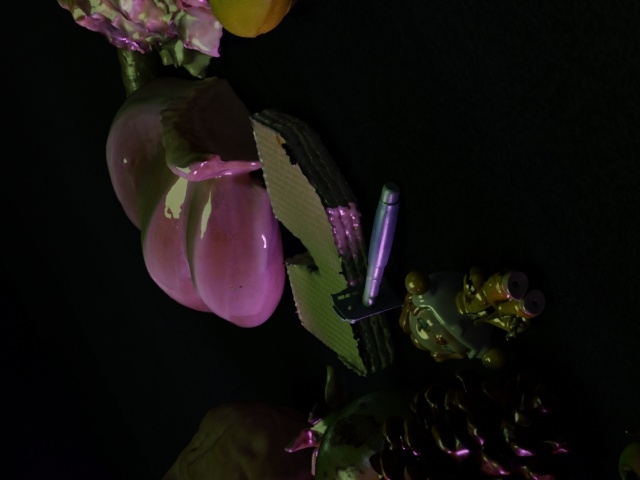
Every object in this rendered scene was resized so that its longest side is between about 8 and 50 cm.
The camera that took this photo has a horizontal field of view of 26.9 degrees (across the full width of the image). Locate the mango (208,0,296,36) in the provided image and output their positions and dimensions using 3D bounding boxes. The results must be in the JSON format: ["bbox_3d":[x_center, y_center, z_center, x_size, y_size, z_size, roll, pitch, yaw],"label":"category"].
[{"bbox_3d":[-0.056,-0.235,1.135,0.091,0.074,0.165,61,158,17],"label":"mango"}]

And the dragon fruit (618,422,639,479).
[{"bbox_3d":[0.237,0.239,0.815,0.198,0.272,0.218,26,180,-37],"label":"dragon fruit"}]

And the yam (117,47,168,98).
[{"bbox_3d":[-0.199,-0.153,1.584,0.061,0.061,0.252,44,149,45],"label":"yam"}]

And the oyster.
[{"bbox_3d":[-0.214,-0.290,1.385,0.351,0.115,0.238,37,148,24],"label":"oyster"}]

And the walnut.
[{"bbox_3d":[-0.065,0.320,1.530,0.227,0.273,0.273,36,175,-31],"label":"walnut"}]

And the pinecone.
[{"bbox_3d":[0.125,0.174,1.046,0.173,0.174,0.173,50,154,36],"label":"pinecone"}]

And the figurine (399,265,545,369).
[{"bbox_3d":[0.114,0.050,1.047,0.101,0.068,0.143,33,151,8],"label":"figurine"}]

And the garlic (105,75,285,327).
[{"bbox_3d":[-0.140,-0.046,1.467,0.279,0.132,0.325,60,154,30],"label":"garlic"}]

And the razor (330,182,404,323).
[{"bbox_3d":[0.052,0.006,1.181,0.040,0.068,0.135,44,138,38],"label":"razor"}]

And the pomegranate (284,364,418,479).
[{"bbox_3d":[0.048,0.197,1.234,0.169,0.148,0.148,22,136,29],"label":"pomegranate"}]

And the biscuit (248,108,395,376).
[{"bbox_3d":[0.000,0.000,1.289,0.147,0.046,0.249,31,141,58],"label":"biscuit"}]
